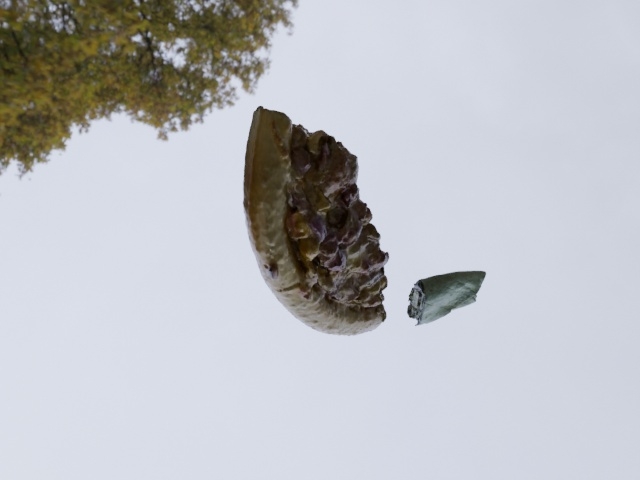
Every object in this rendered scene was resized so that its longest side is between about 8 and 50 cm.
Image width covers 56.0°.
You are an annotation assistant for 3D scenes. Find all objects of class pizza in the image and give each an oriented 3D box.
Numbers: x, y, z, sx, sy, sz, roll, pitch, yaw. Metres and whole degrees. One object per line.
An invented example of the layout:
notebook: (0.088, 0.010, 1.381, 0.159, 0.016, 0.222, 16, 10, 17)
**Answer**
pizza: (0.003, 0.000, 0.486, 0.058, 0.247, 0.127, 13, -137, 35)

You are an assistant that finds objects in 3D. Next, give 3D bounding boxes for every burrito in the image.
burrito: (0.184, 0.077, 0.868, 0.118, 0.074, 0.044, -15, -142, -19)
